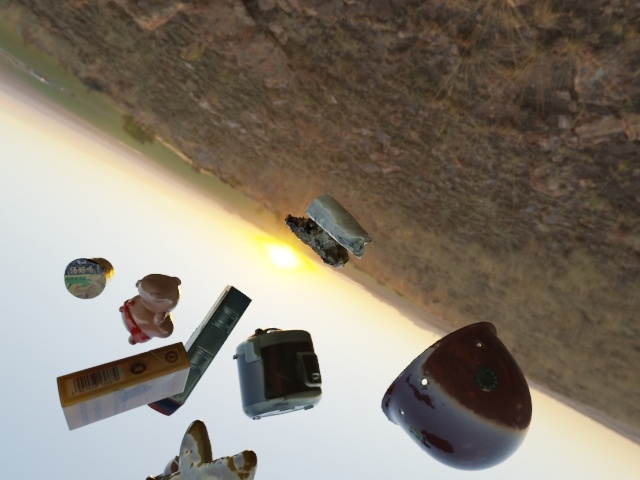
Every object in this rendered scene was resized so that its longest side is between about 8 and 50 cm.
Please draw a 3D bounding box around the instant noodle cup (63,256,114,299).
[{"bbox_3d":[-0.829,0.126,1.581,0.151,0.152,0.122,28,-172,-5],"label":"instant noodle cup"}]

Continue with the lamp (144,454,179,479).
[{"bbox_3d":[-0.598,0.984,1.798,0.215,0.223,0.151,-7,-122,-55],"label":"lamp"}]

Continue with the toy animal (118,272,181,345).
[{"bbox_3d":[-0.489,0.199,1.253,0.171,0.198,0.171,31,-165,-10],"label":"toy animal"}]

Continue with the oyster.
[{"bbox_3d":[0.000,-0.002,1.474,0.078,0.129,0.345,-13,148,34],"label":"oyster"}]

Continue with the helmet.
[{"bbox_3d":[0.341,0.392,0.988,0.230,0.337,0.385,51,164,44],"label":"helmet"}]

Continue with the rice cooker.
[{"bbox_3d":[-0.159,0.501,1.693,0.334,0.326,0.335,-10,156,-5],"label":"rice cooker"}]

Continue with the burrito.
[{"bbox_3d":[0.048,-0.040,1.096,0.060,0.087,0.226,7,-149,-46],"label":"burrito"}]

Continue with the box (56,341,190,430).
[{"bbox_3d":[-0.465,0.348,1.044,0.273,0.174,0.076,-12,-121,-31],"label":"box"}]

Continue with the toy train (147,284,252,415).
[{"bbox_3d":[-0.349,0.321,1.278,0.086,0.410,0.089,40,158,-20],"label":"toy train"}]

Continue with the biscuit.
[{"bbox_3d":[-0.186,0.378,0.667,0.047,0.164,0.207,42,153,-30],"label":"biscuit"}]
